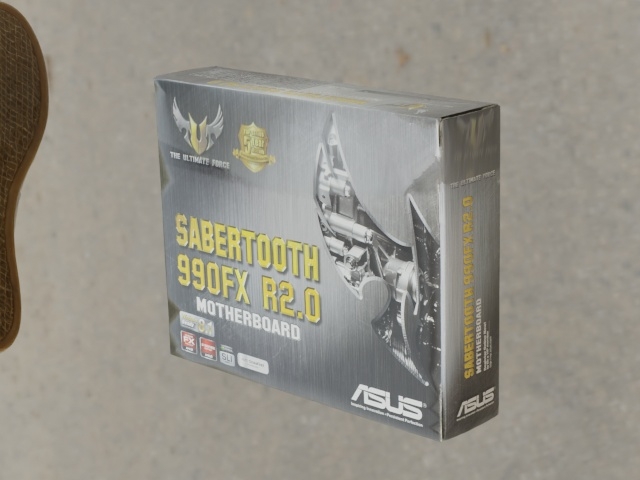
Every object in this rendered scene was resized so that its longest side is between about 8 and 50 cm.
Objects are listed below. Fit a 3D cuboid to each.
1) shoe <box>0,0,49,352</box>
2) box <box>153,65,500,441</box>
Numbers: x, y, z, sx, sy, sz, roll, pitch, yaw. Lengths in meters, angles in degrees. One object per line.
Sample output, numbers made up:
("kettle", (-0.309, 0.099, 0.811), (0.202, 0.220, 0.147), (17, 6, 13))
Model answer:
("shoe", (-0.211, -0.037, 0.921), (0.058, 0.076, 0.219), (-12, 69, 44))
("box", (0.000, 0.000, 0.911), (0.231, 0.056, 0.183), (14, 112, 42))
